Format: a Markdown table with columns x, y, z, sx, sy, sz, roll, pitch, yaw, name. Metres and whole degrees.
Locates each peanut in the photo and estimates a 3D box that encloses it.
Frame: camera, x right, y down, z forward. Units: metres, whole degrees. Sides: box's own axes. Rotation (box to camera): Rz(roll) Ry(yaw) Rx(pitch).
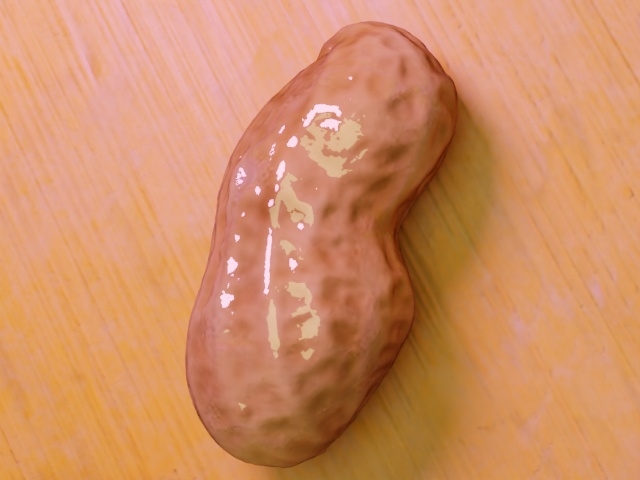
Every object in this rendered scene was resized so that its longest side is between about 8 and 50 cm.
| x | y | z | sx | sy | sz | roll | pitch | yaw | name |
| --- | --- | --- | --- | --- | --- | --- | --- | --- | --- |
| 0.000 | 0.000 | 1.090 | 0.147 | 0.147 | 0.305 | 10 | 82 | 16 | peanut |
